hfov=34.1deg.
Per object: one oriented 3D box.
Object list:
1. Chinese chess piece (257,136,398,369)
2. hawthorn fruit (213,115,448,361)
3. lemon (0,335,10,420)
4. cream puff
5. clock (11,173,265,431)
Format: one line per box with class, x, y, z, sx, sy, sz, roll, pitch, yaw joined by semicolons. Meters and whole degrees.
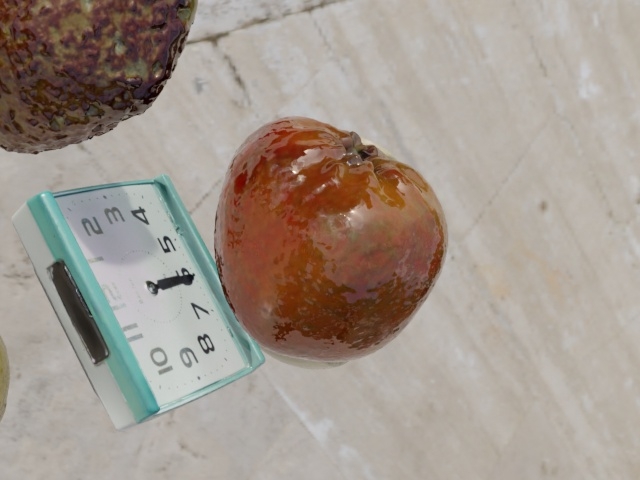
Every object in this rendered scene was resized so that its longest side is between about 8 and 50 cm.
Chinese chess piece;0.004;0.014;1.478;0.338;0.140;0.338;-44;143;-48
hawthorn fruit;0.000;0.000;0.531;0.128;0.128;0.128;-2;93;-41
lemon;-0.538;0.195;1.334;0.268;0.268;0.322;56;25;-27
cream puff;-0.127;-0.114;0.472;0.084;0.149;0.149;29;72;-62
clock;-0.210;0.070;1.163;0.262;0.116;0.231;60;29;7
